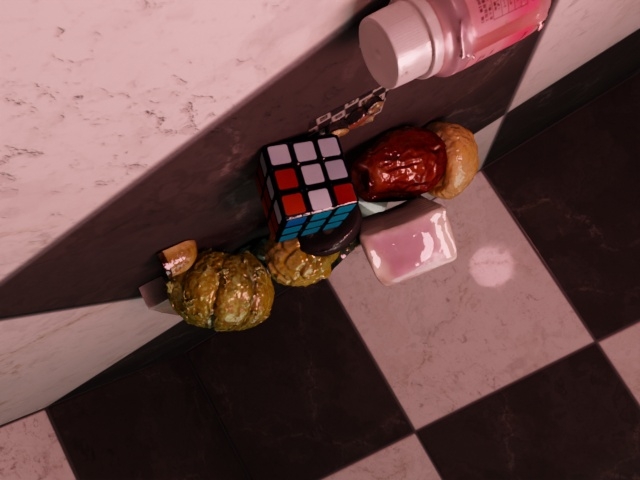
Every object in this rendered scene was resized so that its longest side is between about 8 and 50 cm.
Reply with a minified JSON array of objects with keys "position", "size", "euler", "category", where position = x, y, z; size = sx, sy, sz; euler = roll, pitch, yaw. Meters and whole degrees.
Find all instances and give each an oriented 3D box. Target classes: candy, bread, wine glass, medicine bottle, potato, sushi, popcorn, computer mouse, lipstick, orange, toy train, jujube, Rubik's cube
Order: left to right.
[{"position":[-0.474,0.185,1.464],"size":[0.080,0.076,0.371],"euler":[-27,171,-9],"category":"lipstick"},{"position":[-0.347,0.045,1.145],"size":[0.103,0.066,0.096],"euler":[-30,175,-20],"category":"potato"},{"position":[-0.278,0.129,1.280],"size":[0.301,0.223,0.300],"euler":[9,179,-5],"category":"orange"},{"position":[-0.241,0.091,1.609],"size":[0.298,0.120,0.194],"euler":[-38,176,42],"category":"toy train"},{"position":[-0.054,0.007,1.350],"size":[0.237,0.251,0.206],"euler":[-20,160,15],"category":"popcorn"},{"position":[-0.034,-0.106,0.943],"size":[0.162,0.163,0.160],"euler":[-13,167,-16],"category":"Rubik's cube"},{"position":[0.016,-0.060,1.126],"size":[0.170,0.269,0.100],"euler":[-27,135,9],"category":"computer mouse"},{"position":[0.062,-0.246,0.959],"size":[0.201,0.031,0.139],"euler":[-29,172,-8],"category":"sushi"},{"position":[0.093,-0.128,1.381],"size":[0.156,0.156,0.232],"euler":[-36,167,30],"category":"wine glass"},{"position":[0.212,-0.199,1.212],"size":[0.290,0.197,0.197],"euler":[-24,169,-31],"category":"jujube"},{"position":[0.210,-0.012,1.186],"size":[0.208,0.145,0.359],"euler":[-20,-171,5],"category":"candy"},{"position":[0.373,-0.246,1.371],"size":[0.134,0.244,0.244],"euler":[-20,168,-17],"category":"bread"},{"position":[0.182,-0.309,0.637],"size":[0.247,0.147,0.147],"euler":[-28,171,-9],"category":"medicine bottle"}]

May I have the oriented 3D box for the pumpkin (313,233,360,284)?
[{"position":[0.012,0.001,1.580],"size":[0.263,0.197,0.293],"euler":[-42,177,-41],"category":"pumpkin"}]
